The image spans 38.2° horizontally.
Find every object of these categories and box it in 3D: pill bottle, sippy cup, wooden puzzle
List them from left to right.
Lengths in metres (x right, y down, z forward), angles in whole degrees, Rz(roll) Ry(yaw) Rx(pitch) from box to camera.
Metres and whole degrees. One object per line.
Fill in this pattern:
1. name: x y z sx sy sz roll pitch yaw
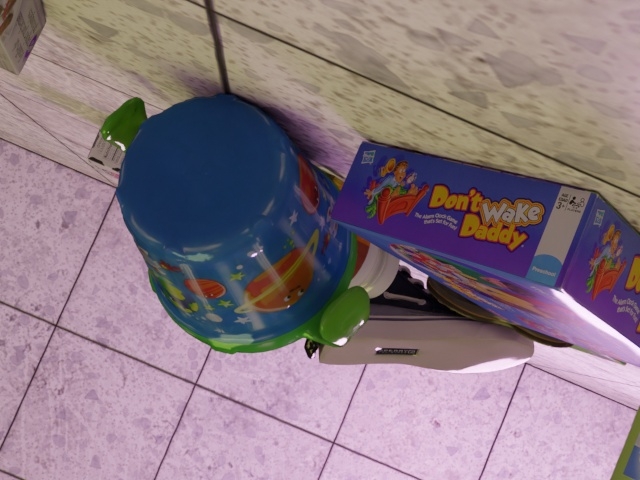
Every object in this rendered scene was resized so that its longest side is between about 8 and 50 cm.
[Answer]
1. sippy cup: -0.091 -0.025 0.931 0.305 0.240 0.224 5 159 12
2. pill bottle: 0.000 0.000 1.242 0.216 0.121 0.121 26 174 -34
3. wooden puzzle: 0.001 -0.072 1.107 0.078 0.014 0.116 33 170 -40

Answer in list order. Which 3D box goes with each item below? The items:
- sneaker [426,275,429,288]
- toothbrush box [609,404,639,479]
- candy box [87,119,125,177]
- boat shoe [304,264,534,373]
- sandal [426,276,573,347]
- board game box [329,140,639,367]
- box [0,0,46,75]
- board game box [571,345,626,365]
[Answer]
1. sneaker: 0.214 0.076 1.495 0.078 0.067 0.188 2 172 2
2. toothbrush box: 0.300 0.149 0.546 0.206 0.283 0.122 23 175 -13
3. candy box: -0.275 -0.117 1.519 0.196 0.070 0.165 23 175 -8
4. boat shoe: 0.145 0.099 1.370 0.340 0.158 0.127 5 146 -11
5. sandal: 0.257 0.086 1.300 0.219 0.060 0.090 23 -160 19
6. board game box: 0.204 0.028 0.867 0.233 0.078 0.347 19 173 41
7. box: -0.262 -0.194 0.711 0.067 0.063 0.324 26 175 -11
8. board game box: 0.378 0.137 1.475 0.259 0.039 0.124 24 175 -40
